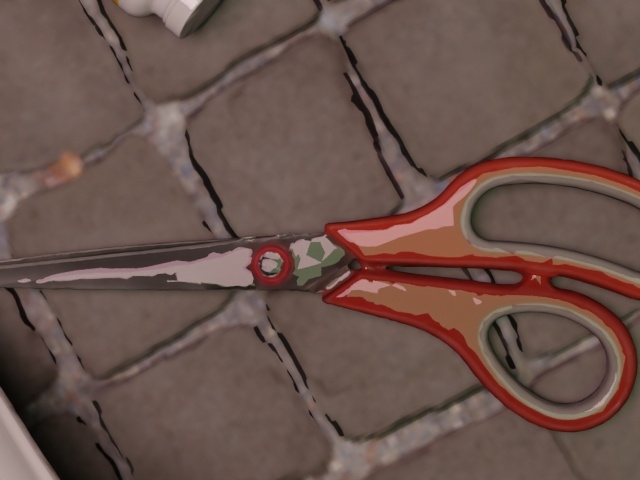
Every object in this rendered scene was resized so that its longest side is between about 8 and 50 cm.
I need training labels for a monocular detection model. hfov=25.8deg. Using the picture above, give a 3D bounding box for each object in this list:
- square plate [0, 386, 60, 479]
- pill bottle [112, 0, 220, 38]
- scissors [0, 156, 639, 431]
[{"bbox_3d":[-0.194,0.220,0.517,0.347,0.049,0.344,-47,56,4],"label":"square plate"},{"bbox_3d":[-0.077,-0.119,0.560,0.083,0.043,0.043,41,95,2],"label":"pill bottle"},{"bbox_3d":[0.000,0.000,0.574,0.297,0.021,0.109,13,96,5],"label":"scissors"}]
